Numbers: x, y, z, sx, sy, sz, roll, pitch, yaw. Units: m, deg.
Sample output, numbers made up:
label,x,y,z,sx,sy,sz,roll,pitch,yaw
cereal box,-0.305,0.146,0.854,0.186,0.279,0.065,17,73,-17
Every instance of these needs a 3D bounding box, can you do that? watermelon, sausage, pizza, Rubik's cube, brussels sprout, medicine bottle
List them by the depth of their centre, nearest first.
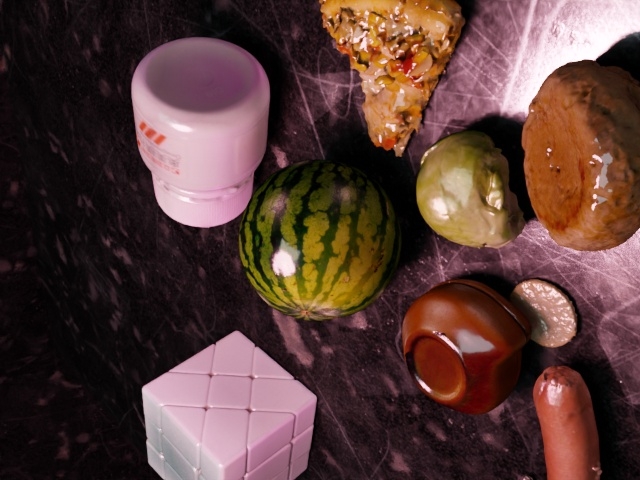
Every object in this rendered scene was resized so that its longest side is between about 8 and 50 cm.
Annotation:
label,x,y,z,sx,sy,sz,roll,pitch,yaw
brussels sprout,0.219,-0.072,1.040,0.145,0.131,0.183,-11,104,30
pizza,0.084,-0.294,1.101,0.251,0.074,0.288,45,139,25
sausage,0.410,0.385,1.138,0.094,0.094,0.419,-5,112,20
watermelon,0.000,0.000,1.217,0.285,0.285,0.285,29,133,36
medicine bottle,-0.235,-0.206,1.384,0.256,0.256,0.325,45,149,21
Rubik's cube,-0.234,0.487,1.783,0.321,0.318,0.316,33,135,32

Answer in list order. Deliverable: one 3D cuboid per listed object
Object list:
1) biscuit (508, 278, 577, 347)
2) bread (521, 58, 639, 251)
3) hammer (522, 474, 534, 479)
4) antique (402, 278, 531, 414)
label,x,y,z,sx,sy,sz,roll,pitch,yaw
biscuit,0.349,0.115,1.095,0.120,0.015,0.120,29,133,37
bread,0.334,-0.101,0.838,0.230,0.122,0.230,174,90,-84
hammer,0.401,0.524,1.295,0.078,0.021,0.201,28,132,37
antique,0.234,0.185,1.176,0.224,0.129,0.278,56,149,8
